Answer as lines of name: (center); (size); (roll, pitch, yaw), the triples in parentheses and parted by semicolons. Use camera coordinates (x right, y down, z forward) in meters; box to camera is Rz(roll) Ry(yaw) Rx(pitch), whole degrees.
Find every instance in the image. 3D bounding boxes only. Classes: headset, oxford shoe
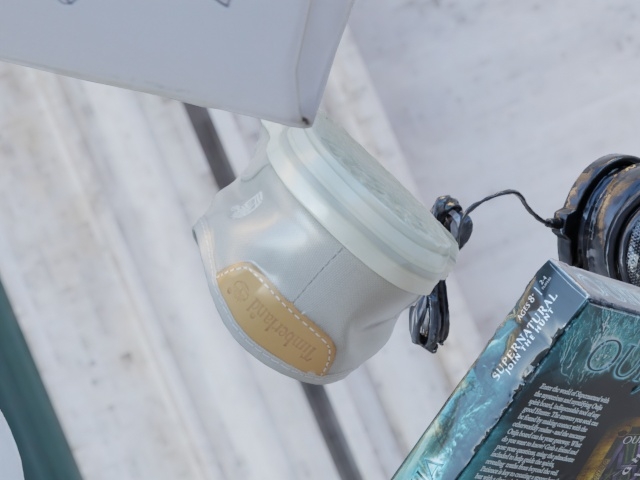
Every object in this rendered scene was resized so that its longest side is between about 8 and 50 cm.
headset: (0.271, 0.028, 1.606); (0.394, 0.185, 0.243); (9, 6, -14)
oxford shoe: (0.000, 0.000, 1.250); (0.130, 0.169, 0.449); (-50, 1, 6)

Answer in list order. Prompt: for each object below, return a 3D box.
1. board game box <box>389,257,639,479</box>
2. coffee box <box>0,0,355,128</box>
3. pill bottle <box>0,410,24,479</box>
board game box: (0.112, 0.078, 0.735); (0.186, 0.026, 0.126); (17, -67, -47)
coffee box: (-0.134, -0.282, 0.733); (0.338, 0.338, 0.334); (13, 21, -16)
pill bottle: (-0.319, 0.122, 1.076); (0.224, 0.224, 0.392); (-22, 13, -26)
